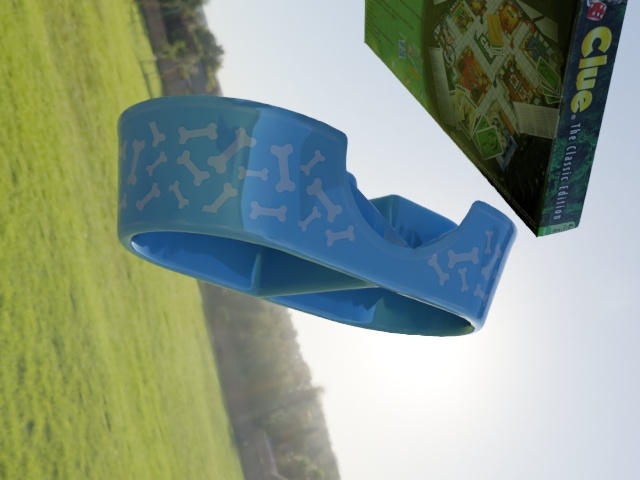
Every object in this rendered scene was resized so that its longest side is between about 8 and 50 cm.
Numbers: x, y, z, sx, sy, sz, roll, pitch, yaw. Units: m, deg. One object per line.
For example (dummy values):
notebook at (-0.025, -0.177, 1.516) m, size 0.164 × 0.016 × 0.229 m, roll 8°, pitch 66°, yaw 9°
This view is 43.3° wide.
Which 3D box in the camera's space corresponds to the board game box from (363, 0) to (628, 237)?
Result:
board game box at (0.077, -0.129, 0.448) m, size 0.260 × 0.030 × 0.136 m, roll -116°, pitch -162°, yaw -51°

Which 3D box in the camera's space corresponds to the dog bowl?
dog bowl at (0.000, 0.000, 0.532) m, size 0.166 × 0.297 × 0.074 m, roll -10°, pitch -115°, yaw 50°
